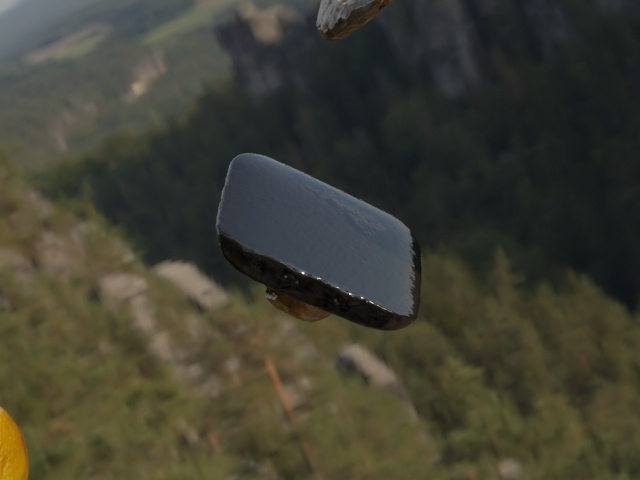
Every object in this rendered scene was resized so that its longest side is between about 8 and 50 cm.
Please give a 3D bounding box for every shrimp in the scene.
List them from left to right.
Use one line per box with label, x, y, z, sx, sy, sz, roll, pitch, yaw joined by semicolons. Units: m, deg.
shrimp;0.073;-0.236;1.279;0.223;0.047;0.126;-50;19;12

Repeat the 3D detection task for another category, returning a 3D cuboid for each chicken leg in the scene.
chicken leg;0.008;0.016;1.795;0.207;0.101;0.085;-33;-25;-52

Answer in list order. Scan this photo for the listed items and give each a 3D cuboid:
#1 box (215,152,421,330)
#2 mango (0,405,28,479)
box;0.000;0.000;1.657;0.201;0.212;0.042;-81;15;-60
mango;-0.348;0.236;1.441;0.262;0.157;0.109;-49;11;-35
